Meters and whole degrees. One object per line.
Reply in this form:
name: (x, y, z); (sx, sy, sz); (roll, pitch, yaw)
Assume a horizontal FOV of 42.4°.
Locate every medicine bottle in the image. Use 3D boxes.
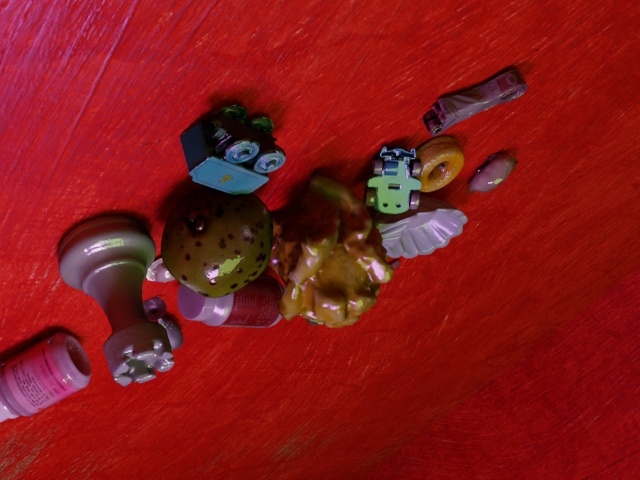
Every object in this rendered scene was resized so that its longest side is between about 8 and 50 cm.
medicine bottle: (-0.651, 0.316, 1.855); (0.247, 0.147, 0.147); (-28, 151, 3)
medicine bottle: (-0.205, 0.139, 1.940); (0.250, 0.131, 0.131); (7, 137, -46)

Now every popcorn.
popcorn: (0.021, 0.023, 1.773); (0.290, 0.326, 0.321); (9, 171, -28)

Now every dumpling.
dumpling: (-0.339, 0.060, 1.803); (0.076, 0.057, 0.052); (-2, -170, 6)

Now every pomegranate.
pomegranate: (-0.194, -0.006, 1.668); (0.231, 0.231, 0.286); (-32, 180, 11)

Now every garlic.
garlic: (0.422, -0.155, 2.039); (0.152, 0.066, 0.084); (-38, 151, 16)

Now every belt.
belt: (0.327, -0.296, 1.747); (0.232, 0.053, 0.071); (-25, 159, -2)

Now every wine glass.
wine glass: (-0.373, 0.204, 1.983); (0.066, 0.066, 0.198); (-23, 151, -6)

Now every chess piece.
chess piece: (-0.381, 0.120, 1.588); (0.194, 0.299, 0.195); (-20, 151, -12)

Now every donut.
donut: (0.263, -0.171, 1.896); (0.151, 0.058, 0.152); (-20, 149, -13)

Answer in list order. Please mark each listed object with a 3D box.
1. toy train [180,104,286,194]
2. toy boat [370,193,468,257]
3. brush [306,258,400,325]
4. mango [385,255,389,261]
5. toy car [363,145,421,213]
toy train: (-0.160, -0.163, 1.516); (0.154, 0.107, 0.198); (-33, 152, 27)
toy boat: (0.222, -0.041, 2.029); (0.290, 0.100, 0.199); (-5, 144, -36)
brush: (0.090, 0.138, 2.258); (0.301, 0.071, 0.084); (-29, 148, -6)
mango: (0.103, 0.036, 2.082); (0.191, 0.085, 0.122); (-15, 143, -40)
toy car: (0.159, -0.146, 1.844); (0.126, 0.098, 0.162); (1, 116, -4)
